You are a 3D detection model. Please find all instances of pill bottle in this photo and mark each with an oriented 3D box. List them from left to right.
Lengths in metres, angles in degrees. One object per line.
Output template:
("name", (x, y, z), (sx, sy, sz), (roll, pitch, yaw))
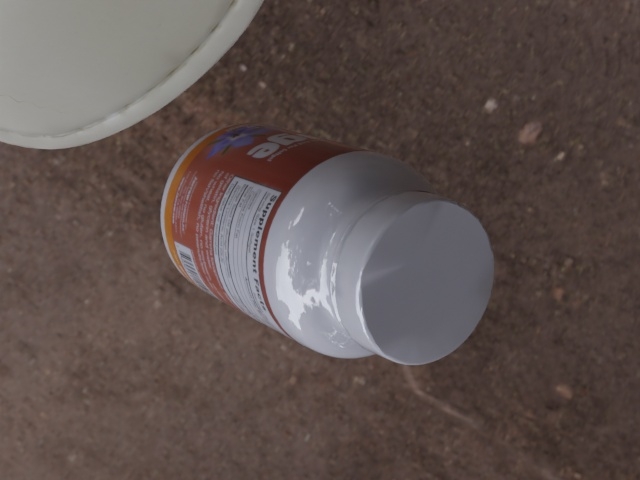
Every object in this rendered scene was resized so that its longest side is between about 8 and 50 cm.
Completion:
("pill bottle", (0.000, 0.000, 0.675), (0.216, 0.121, 0.121), (21, 144, 55))

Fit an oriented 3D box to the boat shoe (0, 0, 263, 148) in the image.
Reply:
("boat shoe", (-0.055, -0.158, 0.381), (0.117, 0.096, 0.324), (16, 138, -24))
